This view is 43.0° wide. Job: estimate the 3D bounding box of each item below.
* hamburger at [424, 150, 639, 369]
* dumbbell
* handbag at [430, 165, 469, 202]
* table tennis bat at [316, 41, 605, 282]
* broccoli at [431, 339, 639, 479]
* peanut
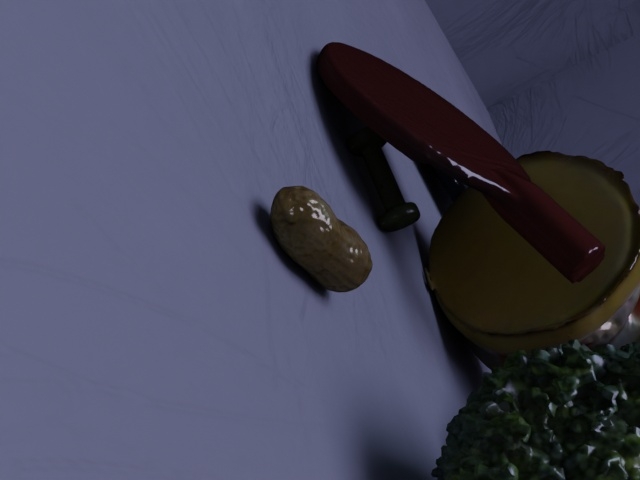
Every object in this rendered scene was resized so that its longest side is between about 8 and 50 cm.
[{"bbox_3d":[0.268,0.038,1.011,0.302,0.261,0.186,43,-7,45],"label":"hamburger"},{"bbox_3d":[0.069,-0.068,0.897,0.118,0.046,0.052,68,14,13],"label":"dumbbell"},{"bbox_3d":[0.229,-0.133,1.352,0.211,0.088,0.254,53,19,-1],"label":"handbag"},{"bbox_3d":[0.152,-0.106,0.916,0.268,0.051,0.415,4,36,-50],"label":"table tennis bat"},{"bbox_3d":[0.229,0.238,0.588,0.375,0.249,0.302,26,59,-28],"label":"broccoli"},{"bbox_3d":[0.000,0.000,0.605,0.113,0.054,0.054,47,25,-44],"label":"peanut"}]
